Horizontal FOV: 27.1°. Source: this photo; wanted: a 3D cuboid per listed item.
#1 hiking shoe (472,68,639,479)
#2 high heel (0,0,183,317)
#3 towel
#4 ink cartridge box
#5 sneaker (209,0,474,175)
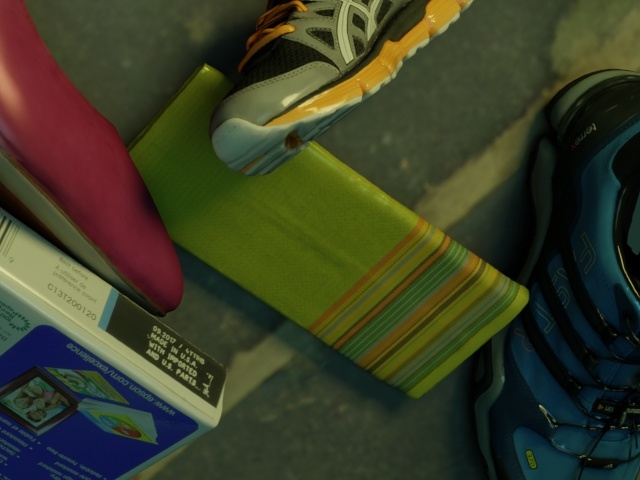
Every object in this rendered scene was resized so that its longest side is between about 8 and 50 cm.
[{"bbox_3d":[0.165,0.056,0.768,0.113,0.132,0.304,0,104,-16],"label":"hiking shoe"},{"bbox_3d":[-0.146,-0.139,0.643,0.181,0.127,0.377,-47,120,-20],"label":"high heel"},{"bbox_3d":[0.000,0.000,0.745,0.237,0.021,0.102,35,118,-21],"label":"towel"},{"bbox_3d":[-0.189,0.067,0.683,0.206,0.045,0.208,38,129,-22],"label":"ink cartridge box"},{"bbox_3d":[0.001,-0.106,0.675,0.083,0.084,0.215,51,43,-9],"label":"sneaker"}]
